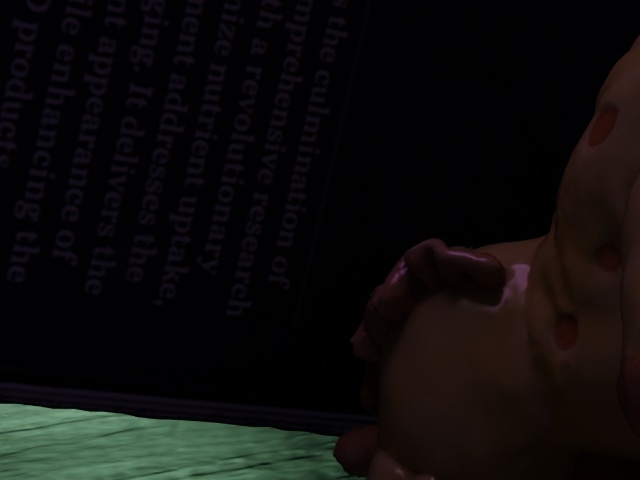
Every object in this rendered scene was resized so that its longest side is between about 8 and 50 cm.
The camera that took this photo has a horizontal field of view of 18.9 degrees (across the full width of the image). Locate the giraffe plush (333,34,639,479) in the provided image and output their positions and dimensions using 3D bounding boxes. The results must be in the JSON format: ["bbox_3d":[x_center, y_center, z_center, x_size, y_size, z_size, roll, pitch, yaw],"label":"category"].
[{"bbox_3d":[0.089,0.038,0.571,0.170,0.210,0.181,-40,-8,33],"label":"giraffe plush"}]

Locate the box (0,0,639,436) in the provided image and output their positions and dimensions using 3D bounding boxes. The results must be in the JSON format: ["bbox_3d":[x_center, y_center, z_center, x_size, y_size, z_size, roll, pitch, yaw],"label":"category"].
[{"bbox_3d":[-0.176,-0.126,0.773,0.471,0.297,0.480,11,5,-39],"label":"box"}]
